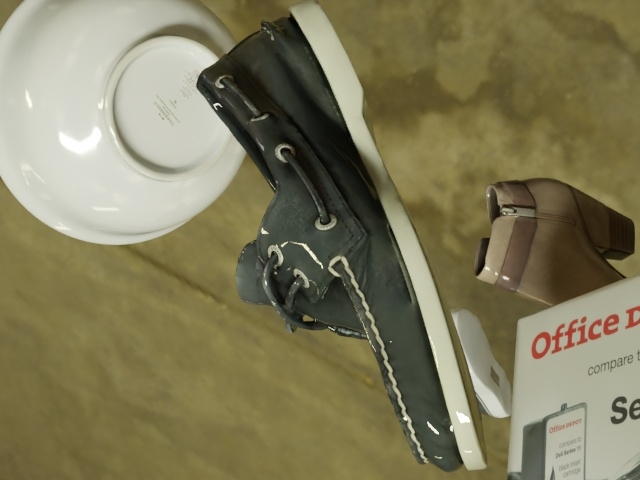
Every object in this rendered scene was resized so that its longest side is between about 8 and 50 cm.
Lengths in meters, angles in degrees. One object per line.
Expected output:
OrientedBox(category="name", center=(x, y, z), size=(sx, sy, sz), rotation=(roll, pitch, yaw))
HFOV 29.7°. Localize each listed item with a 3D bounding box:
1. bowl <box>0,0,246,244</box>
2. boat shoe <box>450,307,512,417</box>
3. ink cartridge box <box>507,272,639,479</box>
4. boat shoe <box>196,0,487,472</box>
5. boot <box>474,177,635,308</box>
OrientedBox(category="bowl", center=(-0.177, -0.134, 1.224), size=(0.134, 0.298, 0.298), rotation=(13, 137, 56))
OrientedBox(category="boat shoe", center=(0.115, 0.102, 0.954), size=(0.040, 0.049, 0.142), rotation=(-7, 142, 23))
OrientedBox(category="ink cartridge box", center=(0.149, 0.118, 0.479), size=(0.087, 0.208, 0.153), rotation=(21, 152, -25))
OrientedBox(category="boat shoe", center=(-0.001, -0.003, 0.722), size=(0.127, 0.113, 0.340), rotation=(67, -178, -61))
OrientedBox(category="boot", center=(0.124, 0.022, 0.636), size=(0.087, 0.118, 0.042), rotation=(10, 150, -12))
